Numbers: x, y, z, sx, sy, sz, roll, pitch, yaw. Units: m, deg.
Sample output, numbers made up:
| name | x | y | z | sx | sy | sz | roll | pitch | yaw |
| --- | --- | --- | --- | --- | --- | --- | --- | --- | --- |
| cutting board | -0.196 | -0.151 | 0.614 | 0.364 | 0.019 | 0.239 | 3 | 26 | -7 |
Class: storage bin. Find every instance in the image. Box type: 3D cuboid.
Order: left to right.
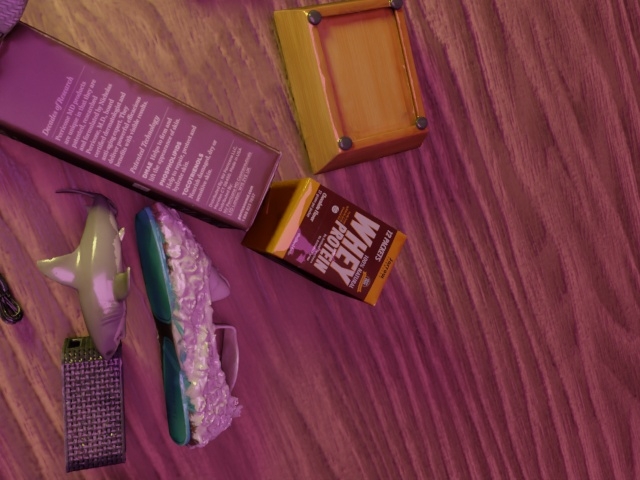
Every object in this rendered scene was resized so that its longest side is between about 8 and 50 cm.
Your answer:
| name | x | y | z | sx | sy | sz | roll | pitch | yaw |
| --- | --- | --- | --- | --- | --- | --- | --- | --- | --- |
| storage bin | -0.345 | 0.242 | 0.849 | 0.084 | 0.122 | 0.180 | -1 | 93 | -21 |

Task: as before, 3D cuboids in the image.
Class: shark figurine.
| name | x | y | z | sx | sy | sz | roll | pitch | yaw |
| --- | --- | --- | --- | --- | --- | --- | --- | --- | --- |
| shark figurine | -0.330 | 0.013 | 0.771 | 0.116 | 0.166 | 0.278 | -2 | 63 | -26 |

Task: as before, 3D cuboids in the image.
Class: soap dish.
| name | x | y | z | sx | sy | sz | roll | pitch | yaw |
| --- | --- | --- | --- | --- | --- | --- | --- | --- | --- |
| soap dish | 0.064 | -0.285 | 0.986 | 0.229 | 0.118 | 0.290 | -17 | 98 | -20 |

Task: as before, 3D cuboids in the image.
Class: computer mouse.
| name | x | y | z | sx | sy | sz | roll | pitch | yaw |
| --- | --- | --- | --- | --- | --- | --- | --- | --- | --- |
| computer mouse | -0.550 | 0.112 | 0.803 | 0.193 | 0.042 | 0.106 | -27 | 103 | -18 |

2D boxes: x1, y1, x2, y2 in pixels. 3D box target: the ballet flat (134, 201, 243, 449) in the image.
| name | x | y | z | sx | sy | sz | roll | pitch | yaw |
| --- | --- | --- | --- | --- | --- | --- | --- | --- | --- |
| ballet flat | -0.207 | 0.132 | 0.905 | 0.147 | 0.147 | 0.408 | -9 | 102 | -21 |

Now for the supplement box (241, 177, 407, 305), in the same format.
| name | x | y | z | sx | sy | sz | roll | pitch | yaw |
| --- | --- | --- | --- | --- | --- | --- | --- | --- | --- |
| supplement box | 0.000 | 0.000 | 0.936 | 0.194 | 0.191 | 0.129 | 29 | 82 | -21 |

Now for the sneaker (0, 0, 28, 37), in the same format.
| name | x | y | z | sx | sy | sz | roll | pitch | yaw |
| --- | --- | --- | --- | --- | --- | --- | --- | --- | --- |
| sneaker | -0.483 | -0.361 | 0.674 | 0.137 | 0.366 | 0.210 | 31 | 68 | -61 |

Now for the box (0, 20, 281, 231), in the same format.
| name | x | y | z | sx | sy | sz | roll | pitch | yaw |
| --- | --- | --- | --- | --- | --- | --- | --- | --- | --- |
| box | -0.271 | -0.146 | 0.821 | 0.381 | 0.191 | 0.143 | 26 | 83 | -21 |
